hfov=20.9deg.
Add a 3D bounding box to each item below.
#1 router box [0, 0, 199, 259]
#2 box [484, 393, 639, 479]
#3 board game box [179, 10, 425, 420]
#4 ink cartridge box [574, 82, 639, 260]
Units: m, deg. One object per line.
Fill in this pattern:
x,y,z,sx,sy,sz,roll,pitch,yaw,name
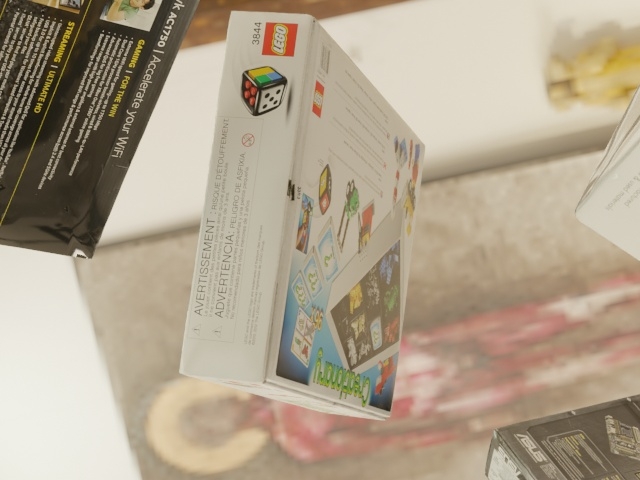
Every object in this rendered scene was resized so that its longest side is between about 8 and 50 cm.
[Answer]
-0.140,-0.084,0.808,0.046,0.133,0.179,50,121,49,router box
0.270,0.225,1.420,0.231,0.183,0.056,52,143,46,box
0.000,0.000,1.024,0.305,0.053,0.193,35,-118,-73,board game box
0.188,-0.006,0.575,0.104,0.181,0.061,-57,2,-38,ink cartridge box
